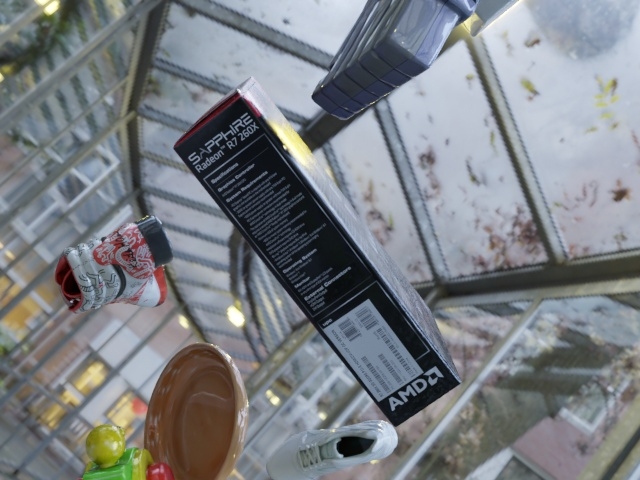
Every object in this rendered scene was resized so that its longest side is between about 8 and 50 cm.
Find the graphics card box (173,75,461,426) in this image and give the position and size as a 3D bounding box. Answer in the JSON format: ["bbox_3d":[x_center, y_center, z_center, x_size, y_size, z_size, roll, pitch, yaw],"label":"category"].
[{"bbox_3d":[0.000,0.000,0.915,0.371,0.094,0.233,51,8,-12],"label":"graphics card box"}]

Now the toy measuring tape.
[{"bbox_3d":[-0.205,0.344,0.938,0.121,0.121,0.329,18,-57,54],"label":"toy measuring tape"}]

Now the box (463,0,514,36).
[{"bbox_3d":[0.312,-0.468,1.462,0.119,0.181,0.182,51,7,-2],"label":"box"}]

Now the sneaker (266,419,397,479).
[{"bbox_3d":[0.005,0.229,0.915,0.061,0.152,0.053,27,44,-69],"label":"sneaker"}]

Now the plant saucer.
[{"bbox_3d":[-0.151,0.227,1.036,0.037,0.199,0.200,19,1,-39],"label":"plant saucer"}]

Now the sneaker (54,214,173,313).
[{"bbox_3d":[-0.291,0.053,1.163,0.090,0.145,0.270,62,-21,10],"label":"sneaker"}]

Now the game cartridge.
[{"bbox_3d":[0.126,-0.288,0.794,0.068,0.355,0.230,33,-12,-17],"label":"game cartridge"}]
